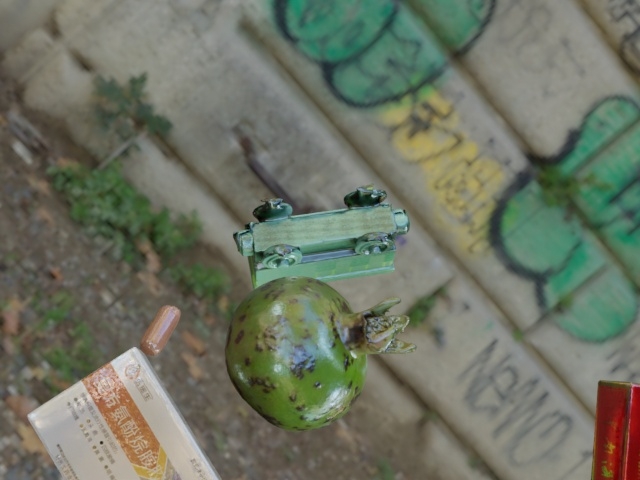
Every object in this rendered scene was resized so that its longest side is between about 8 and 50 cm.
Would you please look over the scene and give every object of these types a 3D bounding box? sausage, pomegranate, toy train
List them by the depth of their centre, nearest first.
[{"bbox_3d":[-0.008,0.142,1.702,0.211,0.263,0.211,45,33,-41],"label":"pomegranate"},{"bbox_3d":[-0.222,0.125,1.788,0.034,0.034,0.083,47,46,-22],"label":"sausage"},{"bbox_3d":[0.000,0.000,2.220,0.202,0.301,0.120,99,-19,-70],"label":"toy train"}]

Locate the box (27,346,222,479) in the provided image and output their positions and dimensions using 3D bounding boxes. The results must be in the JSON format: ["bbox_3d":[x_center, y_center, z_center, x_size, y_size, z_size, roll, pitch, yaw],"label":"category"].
[{"bbox_3d":[-0.300,0.379,2.114,0.353,0.214,0.069,57,-4,10],"label":"box"}]

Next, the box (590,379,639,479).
[{"bbox_3d":[0.574,0.329,2.003,0.313,0.197,0.089,8,-7,-27],"label":"box"}]
